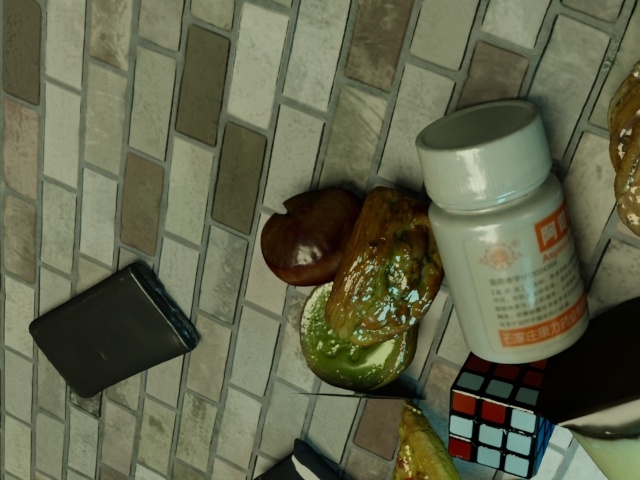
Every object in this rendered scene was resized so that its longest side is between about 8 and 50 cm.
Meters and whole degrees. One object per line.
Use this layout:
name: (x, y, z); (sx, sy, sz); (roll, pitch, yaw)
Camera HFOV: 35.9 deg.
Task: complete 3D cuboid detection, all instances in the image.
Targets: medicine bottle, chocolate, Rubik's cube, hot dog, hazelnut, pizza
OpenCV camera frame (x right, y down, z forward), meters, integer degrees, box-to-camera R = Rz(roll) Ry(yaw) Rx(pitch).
medicine bottle: (0.284, -0.013, 1.537); (0.211, 0.211, 0.371); (-4, 116, 31)
chocolate: (0.537, 0.263, 1.490); (0.314, 0.326, 0.297); (-27, 99, 27)
Rubik's cube: (0.324, 0.293, 1.731); (0.163, 0.160, 0.162); (13, 123, 21)
hot dog: (0.107, 0.052, 1.651); (0.122, 0.196, 0.272); (25, 94, 52)
hazelnut: (0.000, 0.000, 1.733); (0.204, 0.178, 0.178); (-38, 98, 6)
pizza: (0.189, 0.497, 1.917); (0.280, 0.075, 0.287); (60, 147, 35)

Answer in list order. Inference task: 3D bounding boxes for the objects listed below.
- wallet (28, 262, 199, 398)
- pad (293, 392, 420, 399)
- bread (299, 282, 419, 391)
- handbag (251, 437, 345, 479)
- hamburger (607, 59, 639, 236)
wallet: (-0.464, 0.206, 2.177); (0.406, 0.062, 0.228); (-27, 103, 36)
pad: (0.074, 0.287, 1.833); (0.160, 0.265, 0.009); (-1, 80, 29)
bread: (0.070, 0.162, 1.797); (0.236, 0.070, 0.236); (1, 92, 28)
handbag: (-0.014, 0.565, 2.132); (0.254, 0.088, 0.211); (42, 124, 1)
hamburger: (0.504, -0.134, 1.339); (0.245, 0.211, 0.260); (-31, 106, 31)
